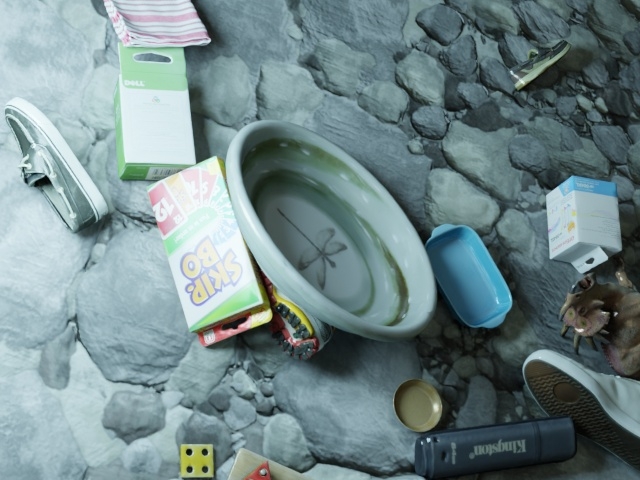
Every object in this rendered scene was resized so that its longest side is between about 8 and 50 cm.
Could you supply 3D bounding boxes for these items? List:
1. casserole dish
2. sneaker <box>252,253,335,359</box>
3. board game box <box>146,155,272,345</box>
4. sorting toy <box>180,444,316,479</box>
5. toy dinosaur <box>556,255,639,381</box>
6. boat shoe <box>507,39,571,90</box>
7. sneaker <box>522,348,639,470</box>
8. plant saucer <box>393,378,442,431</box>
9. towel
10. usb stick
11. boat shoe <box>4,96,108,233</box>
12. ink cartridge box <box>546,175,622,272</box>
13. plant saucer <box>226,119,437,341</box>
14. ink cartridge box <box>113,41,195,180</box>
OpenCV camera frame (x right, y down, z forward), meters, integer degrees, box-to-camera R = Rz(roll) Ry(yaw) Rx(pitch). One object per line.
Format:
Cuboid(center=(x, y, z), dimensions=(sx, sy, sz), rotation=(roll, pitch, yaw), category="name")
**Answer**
Cuboid(center=(0.237, 0.062, 1.747), dimensions=(0.114, 0.037, 0.188), rotation=(-24, 80, -28), category="casserole dish")
Cuboid(center=(-0.063, 0.075, 1.610), dimensions=(0.093, 0.088, 0.225), rotation=(-26, 79, -50), category="sneaker")
Cuboid(center=(-0.165, 0.017, 1.571), dimensions=(0.124, 0.039, 0.259), rotation=(-23, 78, 15), category="board game box")
Cuboid(center=(-0.081, 0.371, 1.494), dimensions=(0.275, 0.046, 0.132), rotation=(26, 62, -9), category="sorting toy")
Cuboid(center=(0.503, 0.157, 1.772), dimensions=(0.200, 0.127, 0.295), rotation=(-36, 101, -19), category="toy dinosaur")
Cuboid(center=(0.404, -0.335, 1.959), dimensions=(0.152, 0.056, 0.049), rotation=(-40, 92, -29), category="boat shoe")
Cuboid(center=(0.454, 0.256, 1.731), dimensions=(0.290, 0.106, 0.123), rotation=(38, 44, -7), category="sneaker")
Cuboid(center=(0.148, 0.256, 1.646), dimensions=(0.083, 0.015, 0.083), rotation=(8, 68, -19), category="plant saucer")
Cuboid(center=(-0.270, -0.379, 1.694), dimensions=(0.144, 0.029, 0.197), rotation=(-7, 53, -29), category="towel")
Cuboid(center=(0.276, 0.320, 1.647), dimensions=(0.278, 0.045, 0.077), rotation=(-3, 98, -22), category="usb stick")
Cuboid(center=(-0.400, -0.110, 1.543), dimensions=(0.070, 0.078, 0.219), rotation=(-37, 87, -30), category="boat shoe")
Cuboid(center=(0.454, -0.024, 1.834), dimensions=(0.090, 0.092, 0.143), rotation=(9, 66, -17), category="ink cartridge box")
Cuboid(center=(0.000, 0.000, 1.591), dimensions=(0.400, 0.100, 0.400), rotation=(33, 32, -25), category="plant saucer")
Cuboid(center=(-0.260, -0.198, 1.641), dimensions=(0.109, 0.062, 0.209), rotation=(0, 68, -21), category="ink cartridge box")
